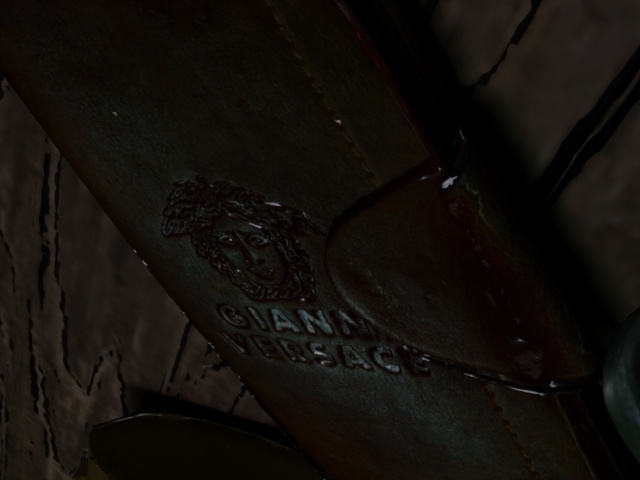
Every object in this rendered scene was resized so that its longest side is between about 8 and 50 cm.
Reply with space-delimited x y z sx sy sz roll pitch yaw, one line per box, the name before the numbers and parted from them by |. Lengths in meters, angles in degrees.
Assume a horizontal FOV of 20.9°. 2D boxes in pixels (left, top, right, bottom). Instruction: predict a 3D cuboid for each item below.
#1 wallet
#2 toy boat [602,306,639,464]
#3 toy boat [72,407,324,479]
wallet | 0.000 0.000 0.448 0.137 0.031 0.255 7 142 42
toy boat | 0.174 0.072 0.322 0.261 0.078 0.085 25 168 13
toy boat | -0.034 0.095 0.619 0.149 0.047 0.049 11 145 36
